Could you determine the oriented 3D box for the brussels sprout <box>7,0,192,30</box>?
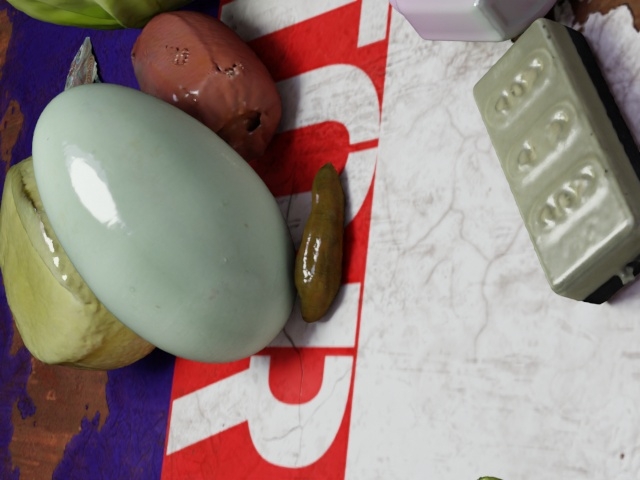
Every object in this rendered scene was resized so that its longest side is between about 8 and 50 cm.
[{"bbox_3d":[-0.270,-0.436,1.634,0.342,0.425,0.361,54,165,27],"label":"brussels sprout"}]

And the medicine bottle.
[{"bbox_3d":[0.140,-0.247,1.207,0.115,0.078,0.219,-50,26,-10],"label":"medicine bottle"}]

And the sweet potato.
[{"bbox_3d":[0.001,-0.001,1.378,0.053,0.054,0.182,-4,74,46],"label":"sweet potato"}]

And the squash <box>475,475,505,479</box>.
[{"bbox_3d":[0.120,0.307,1.086,0.090,0.075,0.200,35,112,27],"label":"squash"}]

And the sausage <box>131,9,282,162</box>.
[{"bbox_3d":[-0.147,-0.198,1.573,0.280,0.152,0.152,49,120,52],"label":"sausage"}]

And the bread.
[{"bbox_3d":[-0.294,0.012,1.656,0.320,0.237,0.321,179,90,-66],"label":"bread"}]

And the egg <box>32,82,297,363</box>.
[{"bbox_3d":[-0.178,-0.024,1.418,0.371,0.230,0.230,50,131,2],"label":"egg"}]

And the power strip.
[{"bbox_3d":[0.214,-0.068,1.072,0.105,0.070,0.257,-48,45,37],"label":"power strip"}]

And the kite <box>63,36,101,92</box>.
[{"bbox_3d":[-0.383,-0.242,2.054,0.127,0.016,0.229,-65,32,23],"label":"kite"}]
